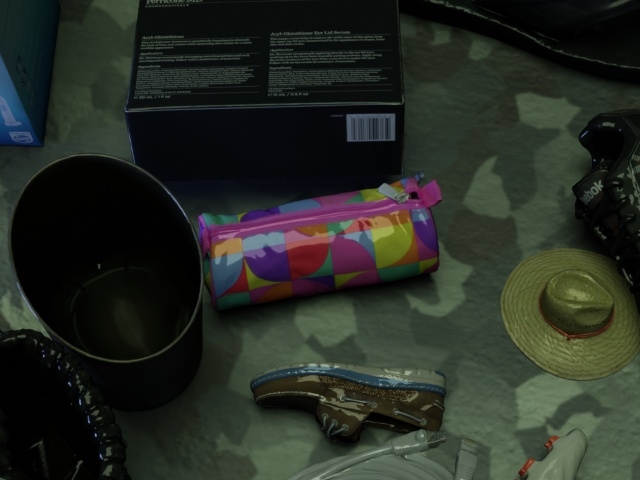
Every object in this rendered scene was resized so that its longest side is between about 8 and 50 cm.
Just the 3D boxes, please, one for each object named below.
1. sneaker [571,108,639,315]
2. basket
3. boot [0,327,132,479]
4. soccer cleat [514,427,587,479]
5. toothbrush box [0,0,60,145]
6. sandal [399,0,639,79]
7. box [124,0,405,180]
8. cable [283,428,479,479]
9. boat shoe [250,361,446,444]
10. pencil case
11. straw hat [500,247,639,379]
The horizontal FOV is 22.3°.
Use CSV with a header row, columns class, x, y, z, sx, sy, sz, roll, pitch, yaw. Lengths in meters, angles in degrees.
class,x,y,z,sx,sy,sz,roll,pitch,yaw
sneaker,0.305,-0.009,1.531,0.135,0.097,0.276,6,63,-20
basket,-0.179,0.057,1.461,0.154,0.227,0.204,-28,69,-11
boot,-0.288,0.139,1.412,0.348,0.260,0.131,36,74,15
soccer cleat,0.188,0.258,1.457,0.076,0.068,0.196,37,80,10
toothbrush box,-0.343,-0.251,1.563,0.126,0.295,0.216,2,68,2
sandal,0.238,-0.273,1.655,0.445,0.107,0.167,11,68,6
box,-0.050,-0.155,1.589,0.261,0.103,0.184,-1,47,2
cable,0.027,0.298,1.386,0.257,0.089,0.257,-13,44,17
boat shoe,0.025,0.152,1.503,0.183,0.066,0.066,0,68,2
pencil case,0.000,0.000,1.552,0.236,0.104,0.104,-13,67,-3
straw hat,0.244,0.058,1.539,0.144,0.061,0.144,-1,66,2
